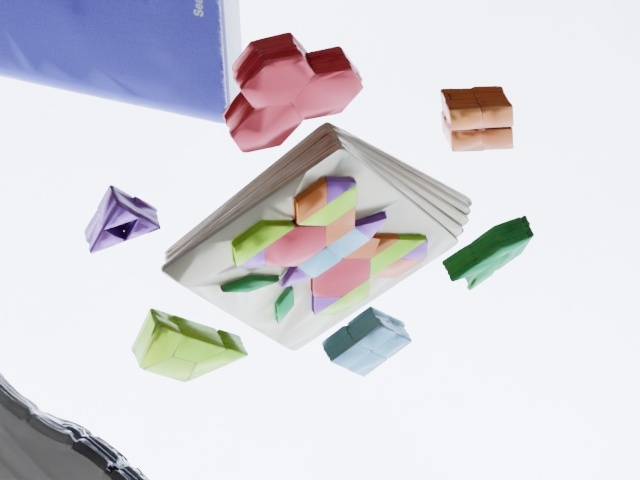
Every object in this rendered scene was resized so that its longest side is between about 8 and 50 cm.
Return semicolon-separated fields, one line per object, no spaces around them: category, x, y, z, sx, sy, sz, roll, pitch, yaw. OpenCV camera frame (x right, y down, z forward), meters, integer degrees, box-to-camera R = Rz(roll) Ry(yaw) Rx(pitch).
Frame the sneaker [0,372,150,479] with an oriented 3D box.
sneaker;-0.213;0.107;1.039;0.297;0.111;0.129;41;-94;1

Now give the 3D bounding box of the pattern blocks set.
pattern blocks set;0.000;0.000;1.209;0.325;0.285;0.026;14;-139;-47

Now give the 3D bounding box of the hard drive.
hard drive;-0.222;-0.213;1.620;0.318;0.210;0.040;13;-134;14
